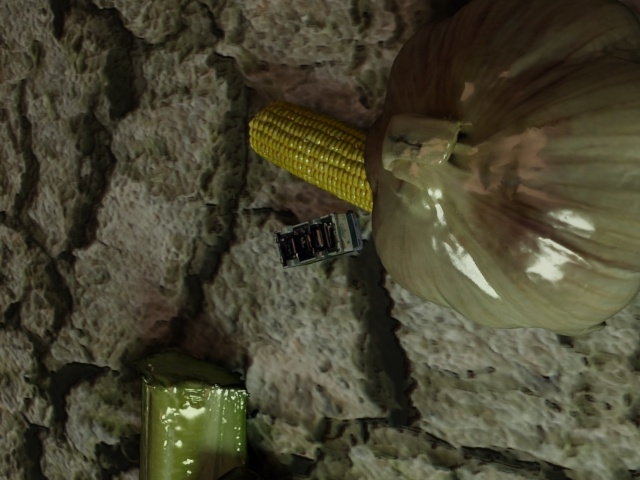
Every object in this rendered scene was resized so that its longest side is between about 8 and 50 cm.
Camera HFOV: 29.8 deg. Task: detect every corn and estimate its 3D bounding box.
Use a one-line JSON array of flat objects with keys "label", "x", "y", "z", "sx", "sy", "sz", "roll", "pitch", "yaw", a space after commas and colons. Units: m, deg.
[{"label": "corn", "x": 0.021, "y": -0.093, "z": 1.358, "sx": 0.248, "sy": 0.081, "sz": 0.081, "roll": 28, "pitch": 110, "yaw": 34}]

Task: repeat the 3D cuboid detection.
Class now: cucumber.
[{"label": "cucumber", "x": -0.170, "y": 0.299, "z": 1.526, "sx": 0.105, "sy": 0.145, "sz": 0.325, "roll": -118, "pitch": 31, "yaw": -67}]

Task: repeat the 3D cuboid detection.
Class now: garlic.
[{"label": "garlic", "x": 0.181, "y": -0.070, "z": 1.072, "sx": 0.322, "sy": 0.241, "sz": 0.322, "roll": 4, "pitch": 104, "yaw": 16}]

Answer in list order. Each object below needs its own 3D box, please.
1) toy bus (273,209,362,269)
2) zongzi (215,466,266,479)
[{"label": "toy bus", "x": 0.000, "y": 0.000, "z": 1.395, "sx": 0.102, "sy": 0.058, "sz": 0.052, "roll": -17, "pitch": 83, "yaw": 43}, {"label": "zongzi", "x": -0.060, "y": 0.456, "z": 1.439, "sx": 0.288, "sy": 0.134, "sz": 0.286, "roll": 30, "pitch": 113, "yaw": 13}]
